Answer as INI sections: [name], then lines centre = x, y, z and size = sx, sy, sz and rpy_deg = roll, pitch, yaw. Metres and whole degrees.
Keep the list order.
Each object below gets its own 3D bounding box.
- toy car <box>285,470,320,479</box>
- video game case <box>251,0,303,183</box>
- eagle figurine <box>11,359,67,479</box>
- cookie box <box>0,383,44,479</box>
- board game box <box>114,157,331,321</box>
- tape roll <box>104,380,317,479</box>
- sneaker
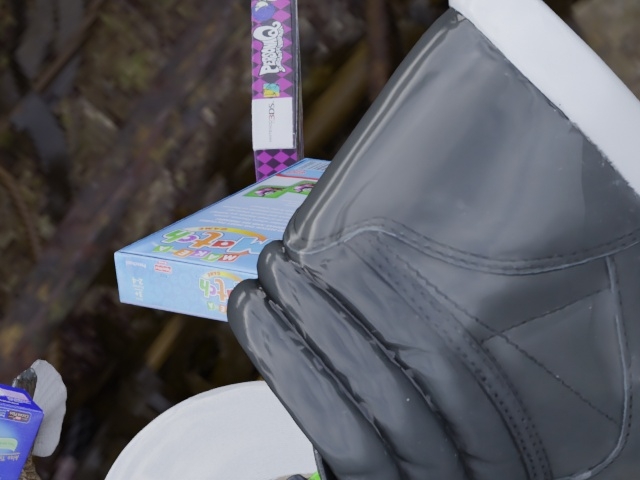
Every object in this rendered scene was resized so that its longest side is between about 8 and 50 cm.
[toy car]
centre = 0.056, 0.103, 0.991
size = 0.239, 0.053, 0.225
rpy_deg = 39, 61, 21
[video game case]
centre = -0.037, -0.109, 1.676
size = 0.041, 0.232, 0.210
rpy_deg = -2, 62, 0
[eagle figurine]
centre = -0.326, 0.226, 1.837
size = 0.225, 0.226, 0.298
rpy_deg = -59, 36, -1
[cookie box]
centre = -0.241, 0.142, 1.221
size = 0.040, 0.092, 0.107
rpy_deg = 37, 107, 54
[board game box]
centre = 0.000, 0.000, 1.185
size = 0.160, 0.211, 0.039
rpy_deg = 9, 111, 32
[tape roll]
centre = 0.002, 0.279, 1.425
size = 0.072, 0.392, 0.392
rpy_deg = 121, 150, -43
[sneaker]
centre = 0.089, 0.065, 0.582
size = 0.147, 0.296, 0.104
rpy_deg = -42, 26, 6
